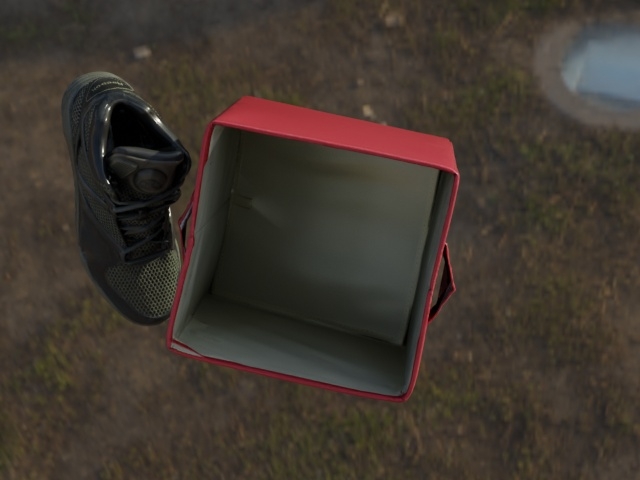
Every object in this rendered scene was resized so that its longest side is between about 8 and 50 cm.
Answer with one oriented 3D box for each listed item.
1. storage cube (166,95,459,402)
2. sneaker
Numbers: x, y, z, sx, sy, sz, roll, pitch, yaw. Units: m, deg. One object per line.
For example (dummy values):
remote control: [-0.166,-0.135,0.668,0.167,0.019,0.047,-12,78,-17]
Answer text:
storage cube: [0.000,0.000,1.157,0.215,0.184,0.193,12,12,1]
sneaker: [-0.157,-0.023,1.234,0.087,0.227,0.130,-14,18,-19]
